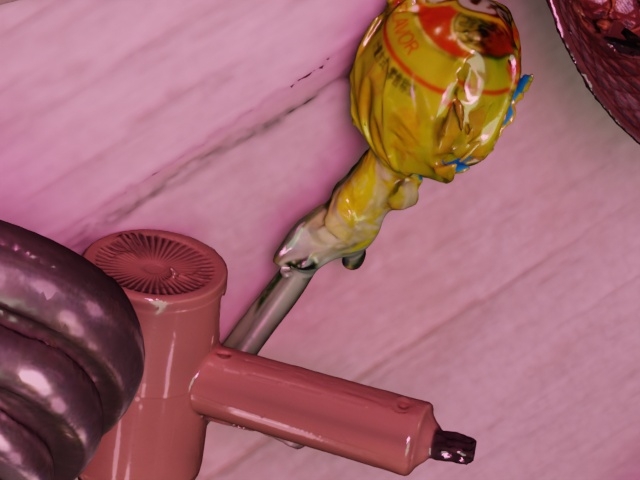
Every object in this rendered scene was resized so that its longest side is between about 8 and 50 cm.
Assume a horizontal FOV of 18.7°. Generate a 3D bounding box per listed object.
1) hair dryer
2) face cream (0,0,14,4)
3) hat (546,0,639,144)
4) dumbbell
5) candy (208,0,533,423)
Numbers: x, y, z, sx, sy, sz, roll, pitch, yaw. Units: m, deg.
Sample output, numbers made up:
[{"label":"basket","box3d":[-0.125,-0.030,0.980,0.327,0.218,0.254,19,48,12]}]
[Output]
[{"label":"hair dryer","box3d":[-0.022,0.073,0.829,0.182,0.064,0.117,15,118,14]},{"label":"face cream","box3d":[-0.083,-0.145,0.717,0.224,0.070,0.114,-15,127,-5]},{"label":"hat","box3d":[0.135,-0.117,0.825,0.193,0.082,0.193,5,82,-37]},{"label":"dumbbell","box3d":[-0.170,0.157,0.687,0.179,0.406,0.179,5,149,3]},{"label":"candy","box3d":[0.002,0.001,0.853,0.077,0.073,0.262,-4,135,-57]}]
